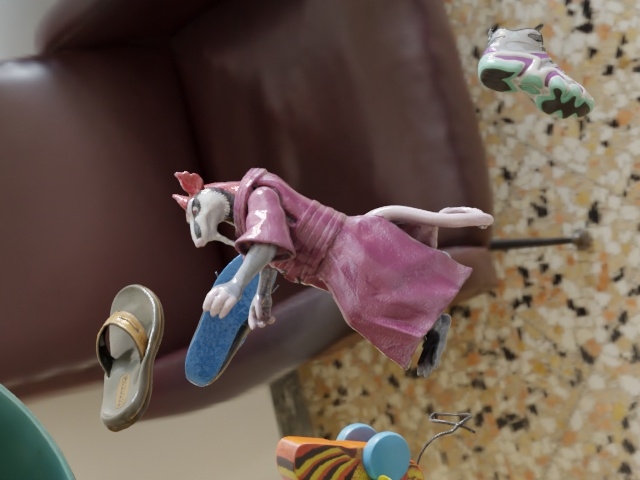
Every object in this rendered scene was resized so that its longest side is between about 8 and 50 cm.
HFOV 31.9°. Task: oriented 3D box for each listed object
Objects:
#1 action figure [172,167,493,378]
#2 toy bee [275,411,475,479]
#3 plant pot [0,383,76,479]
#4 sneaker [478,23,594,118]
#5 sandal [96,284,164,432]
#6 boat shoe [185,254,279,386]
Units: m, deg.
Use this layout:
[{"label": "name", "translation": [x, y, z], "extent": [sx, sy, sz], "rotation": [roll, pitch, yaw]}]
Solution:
[{"label": "action figure", "translation": [0.000, 0.000, 1.312], "extent": [0.276, 0.370, 0.248], "rotation": [-60, 6, -1]}, {"label": "toy bee", "translation": [0.086, 0.337, 1.547], "extent": [0.195, 0.298, 0.162], "rotation": [-177, 85, -81]}, {"label": "plant pot", "translation": [-0.309, 0.238, 0.678], "extent": [0.293, 0.293, 0.235], "rotation": [59, 140, 25]}, {"label": "sneaker", "translation": [0.173, -0.140, 0.877], "extent": [0.038, 0.098, 0.069], "rotation": [-47, 24, 56]}, {"label": "sandal", "translation": [-0.247, 0.134, 1.379], "extent": [0.090, 0.060, 0.219], "rotation": [-27, 40, 28]}, {"label": "boat shoe", "translation": [-0.160, 0.125, 1.912], "extent": [0.109, 0.089, 0.258], "rotation": [34, 81, 7]}]
